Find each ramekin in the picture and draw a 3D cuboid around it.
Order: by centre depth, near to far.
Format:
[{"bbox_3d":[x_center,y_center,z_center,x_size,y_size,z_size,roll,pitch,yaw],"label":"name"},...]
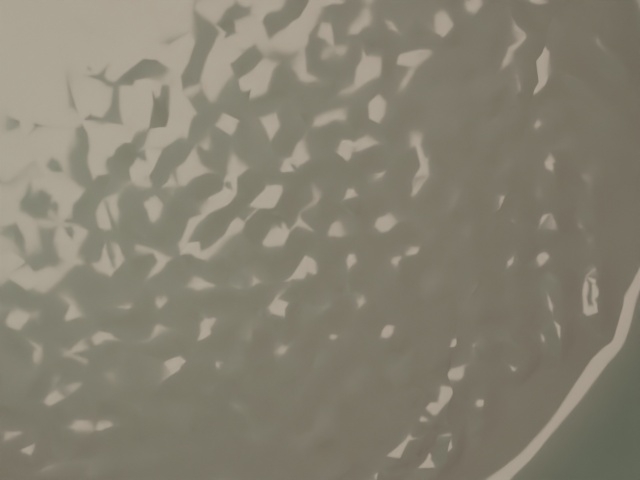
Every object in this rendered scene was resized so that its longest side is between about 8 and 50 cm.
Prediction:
[{"bbox_3d":[0.000,0.000,0.392,0.277,0.135,0.277,-5,108,-14],"label":"ramekin"}]
